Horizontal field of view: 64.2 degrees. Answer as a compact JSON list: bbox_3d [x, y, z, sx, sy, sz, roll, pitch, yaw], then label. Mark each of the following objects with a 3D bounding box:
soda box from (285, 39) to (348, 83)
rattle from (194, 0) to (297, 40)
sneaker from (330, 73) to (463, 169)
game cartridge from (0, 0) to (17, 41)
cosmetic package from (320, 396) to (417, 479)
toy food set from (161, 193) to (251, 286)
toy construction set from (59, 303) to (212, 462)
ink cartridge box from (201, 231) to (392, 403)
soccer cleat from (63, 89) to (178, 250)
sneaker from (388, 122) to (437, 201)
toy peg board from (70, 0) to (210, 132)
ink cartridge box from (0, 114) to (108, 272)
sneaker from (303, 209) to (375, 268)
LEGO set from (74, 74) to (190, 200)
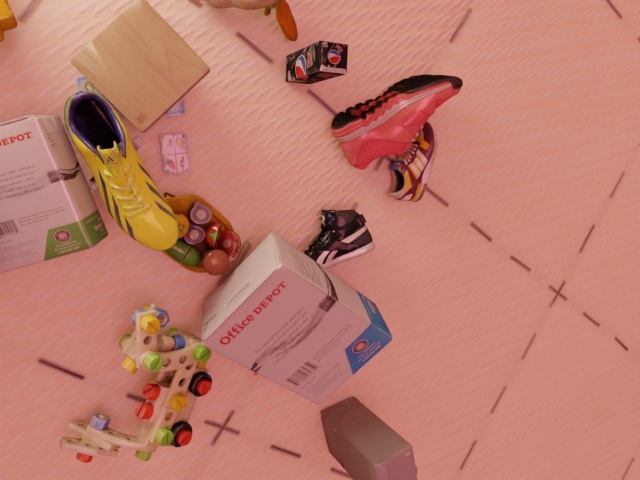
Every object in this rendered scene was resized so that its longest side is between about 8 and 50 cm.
[{"bbox_3d":[-0.011,-0.334,0.968,0.060,0.169,0.053,-2,100,-24],"label":"soda box"},{"bbox_3d":[-0.154,-0.440,0.963,0.200,0.142,0.130,-19,74,-5],"label":"rattle"},{"bbox_3d":[0.173,-0.261,1.115,0.314,0.116,0.136,-28,120,-10],"label":"sneaker"},{"bbox_3d":[-0.630,-0.404,0.700,0.286,0.053,0.323,-25,98,-23],"label":"game cartridge"},{"bbox_3d":[0.104,0.462,1.127,0.107,0.238,0.127,-17,105,-21],"label":"cosmetic package"},{"bbox_3d":[-0.217,0.005,0.975,0.218,0.071,0.128,42,80,-34],"label":"toy food set"},{"bbox_3d":[-0.325,0.285,0.951,0.215,0.151,0.327,28,95,-50],"label":"toy construction set"},{"bbox_3d":[-0.048,0.162,1.019,0.308,0.129,0.223,36,107,-29],"label":"ink cartridge box"},{"bbox_3d":[-0.328,-0.108,0.838,0.094,0.121,0.289,-31,100,-18],"label":"soccer cleat"},{"bbox_3d":[0.204,-0.180,1.149,0.084,0.070,0.185,6,96,-30],"label":"sneaker"},{"bbox_3d":[-0.303,-0.295,0.886,0.161,0.079,0.161,-44,98,-2],"label":"toy peg board"},{"bbox_3d":[-0.471,-0.078,0.827,0.161,0.092,0.219,-15,106,0],"label":"ink cartridge box"},{"bbox_3d":[0.000,0.000,1.096,0.217,0.079,0.121,-21,93,-15],"label":"sneaker"},{"bbox_3d":[-0.328,-0.176,0.919,0.183,0.060,0.244,-7,103,-19],"label":"LEGO set"}]
